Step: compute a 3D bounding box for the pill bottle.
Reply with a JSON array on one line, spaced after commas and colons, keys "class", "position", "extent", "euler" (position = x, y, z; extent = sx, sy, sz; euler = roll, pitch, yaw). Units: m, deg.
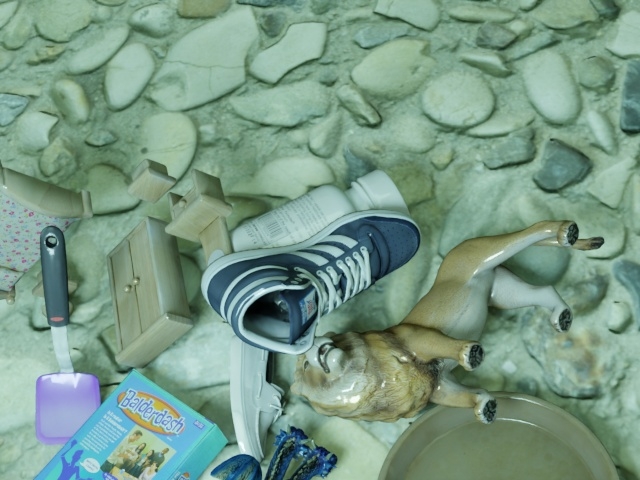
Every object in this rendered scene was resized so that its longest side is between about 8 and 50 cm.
[{"class": "pill bottle", "position": [0.000, 0.000, 1.294], "extent": [0.229, 0.131, 0.131], "euler": [-27, 58, -8]}]

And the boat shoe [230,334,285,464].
[{"class": "boat shoe", "position": [-0.076, 0.197, 1.226], "extent": [0.063, 0.066, 0.184], "euler": [-9, 47, 4]}]

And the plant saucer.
[{"class": "plant saucer", "position": [0.200, 0.300, 1.106], "extent": [0.278, 0.041, 0.278], "euler": [-8, 49, 10]}]

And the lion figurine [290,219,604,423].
[{"class": "lion figurine", "position": [0.159, 0.095, 1.215], "extent": [0.392, 0.142, 0.240], "euler": [-36, 26, -31]}]

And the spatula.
[{"class": "spatula", "position": [-0.318, 0.121, 1.202], "extent": [0.084, 0.296, 0.030], "euler": [0, 24, -4]}]

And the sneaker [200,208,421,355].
[{"class": "sneaker", "position": [0.010, 0.048, 1.154], "extent": [0.282, 0.099, 0.153], "euler": [-16, 22, -13]}]

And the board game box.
[{"class": "board game box", "position": [-0.240, 0.278, 1.186], "extent": [0.160, 0.047, 0.210], "euler": [26, 65, 35]}]

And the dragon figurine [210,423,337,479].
[{"class": "dragon figurine", "position": [-0.078, 0.292, 1.079], "extent": [0.085, 0.289, 0.144], "euler": [24, 102, 24]}]

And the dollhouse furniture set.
[{"class": "dollhouse furniture set", "position": [-0.329, 0.018, 1.193], "extent": [0.303, 0.355, 0.174], "euler": [-40, 50, 30]}]
